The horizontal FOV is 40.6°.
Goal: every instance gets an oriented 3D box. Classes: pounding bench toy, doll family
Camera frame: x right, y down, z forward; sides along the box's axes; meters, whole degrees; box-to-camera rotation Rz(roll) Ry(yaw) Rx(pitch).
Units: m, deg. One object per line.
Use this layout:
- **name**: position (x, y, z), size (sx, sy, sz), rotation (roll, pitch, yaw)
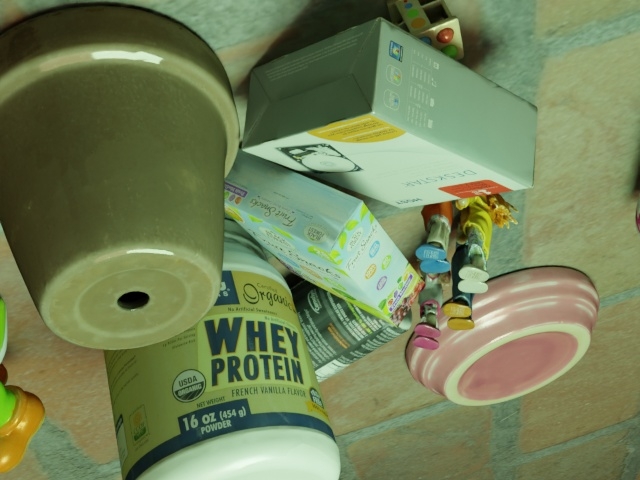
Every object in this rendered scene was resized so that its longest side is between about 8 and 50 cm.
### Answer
- **pounding bench toy**: position (0.106, -0.192, 0.840), size (0.052, 0.065, 0.083), rotation (-22, 145, 3)
- **doll family**: position (0.180, 0.016, 1.084), size (0.118, 0.163, 0.263), rotation (6, 142, 7)

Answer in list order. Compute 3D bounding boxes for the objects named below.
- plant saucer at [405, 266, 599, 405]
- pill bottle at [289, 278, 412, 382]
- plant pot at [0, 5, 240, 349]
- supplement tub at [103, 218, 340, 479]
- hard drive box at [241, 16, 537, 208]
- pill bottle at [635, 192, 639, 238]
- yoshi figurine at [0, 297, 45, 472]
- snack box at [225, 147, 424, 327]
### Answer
- **plant saucer**: position (0.307, 0.173, 1.413), size (0.332, 0.084, 0.332), rotation (-13, 145, -9)
- **pill bottle**: position (-0.011, 0.120, 1.150), size (0.245, 0.130, 0.130), rotation (-33, 143, 19)
- **plant pot**: position (-0.184, -0.037, 0.773), size (0.263, 0.229, 0.263), rotation (-12, 143, -9)
- **supplement tub**: position (-0.124, 0.153, 0.977), size (0.228, 0.316, 0.228), rotation (-13, 145, -9)
- **hard drive box**: position (0.071, -0.111, 0.847), size (0.232, 0.089, 0.181), rotation (16, 164, -39)
- **pill bottle**: position (0.489, -0.096, 1.068), size (0.160, 0.160, 0.283), rotation (-18, 144, -2)
- **yoshi figurine**: position (-0.465, 0.142, 0.919), size (0.203, 0.203, 0.362), rotation (-16, 142, 7)
- **snack box**: position (0.000, 0.000, 0.950), size (0.070, 0.174, 0.207), rotation (-57, 145, -11)
